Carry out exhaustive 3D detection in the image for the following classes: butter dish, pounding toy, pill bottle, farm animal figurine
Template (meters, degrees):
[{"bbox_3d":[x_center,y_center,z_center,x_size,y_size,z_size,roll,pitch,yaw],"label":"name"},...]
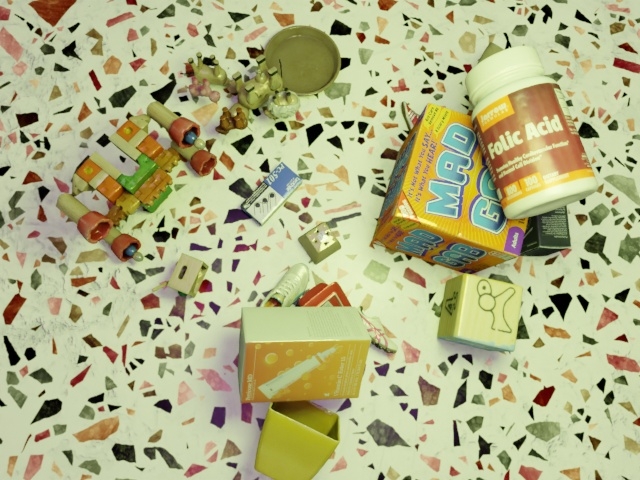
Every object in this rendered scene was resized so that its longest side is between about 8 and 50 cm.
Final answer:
[{"bbox_3d":[-0.004,0.200,1.519,0.160,0.160,0.118,-38,40,-11],"label":"butter dish"},{"bbox_3d":[-0.430,0.117,1.496,0.100,0.130,0.141,22,78,1],"label":"pounding toy"},{"bbox_3d":[0.521,-0.270,1.228,0.224,0.224,0.392,-15,79,-7],"label":"pill bottle"},{"bbox_3d":[-0.265,-0.492,1.620,0.327,0.172,0.330,-23,69,-6],"label":"farm animal figurine"}]

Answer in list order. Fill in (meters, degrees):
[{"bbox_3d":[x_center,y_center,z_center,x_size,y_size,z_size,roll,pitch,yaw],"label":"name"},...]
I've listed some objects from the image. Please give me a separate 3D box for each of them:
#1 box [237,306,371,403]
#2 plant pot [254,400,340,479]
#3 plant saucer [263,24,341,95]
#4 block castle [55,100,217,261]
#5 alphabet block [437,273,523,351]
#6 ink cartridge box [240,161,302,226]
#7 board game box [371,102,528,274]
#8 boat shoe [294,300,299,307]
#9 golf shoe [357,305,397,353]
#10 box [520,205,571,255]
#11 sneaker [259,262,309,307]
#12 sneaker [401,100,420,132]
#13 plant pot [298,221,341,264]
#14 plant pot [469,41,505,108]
[{"bbox_3d":[-0.056,0.322,1.384,0.345,0.168,0.215,1,116,-14],"label":"box"},{"bbox_3d":[-0.078,0.579,1.393,0.212,0.212,0.187,25,90,2],"label":"plant pot"},{"bbox_3d":[-0.066,-0.637,1.726,0.278,0.041,0.277,1,77,-4],"label":"plant saucer"},{"bbox_3d":[-0.523,-0.164,1.465,0.213,0.303,0.453,37,78,11],"label":"block castle"},{"bbox_3d":[0.491,0.228,1.501,0.192,0.193,0.197,14,77,-2],"label":"alphabet block"},{"bbox_3d":[-0.163,-0.155,1.614,0.097,0.046,0.207,41,78,4],"label":"ink cartridge box"},{"bbox_3d":[0.403,-0.136,1.488,0.356,0.356,0.356,18,77,0],"label":"board game box"},{"bbox_3d":[-0.098,0.245,1.536,0.038,0.046,0.125,29,85,-2],"label":"boat shoe"},{"bbox_3d":[0.175,0.285,1.532,0.186,0.067,0.086,37,77,4],"label":"golf shoe"},{"bbox_3d":[0.729,-0.060,1.599,0.108,0.153,0.207,1,79,-4],"label":"box"},{"bbox_3d":[-0.111,0.168,1.526,0.087,0.092,0.228,34,77,5],"label":"sneaker"},{"bbox_3d":[0.332,-0.443,1.709,0.067,0.042,0.118,-18,87,-3],"label":"sneaker"},{"bbox_3d":[0.000,0.000,1.566,0.109,0.096,0.109,-33,82,-9],"label":"plant pot"},{"bbox_3d":[0.624,-0.507,1.651,0.284,0.284,0.191,41,114,5],"label":"plant pot"}]
